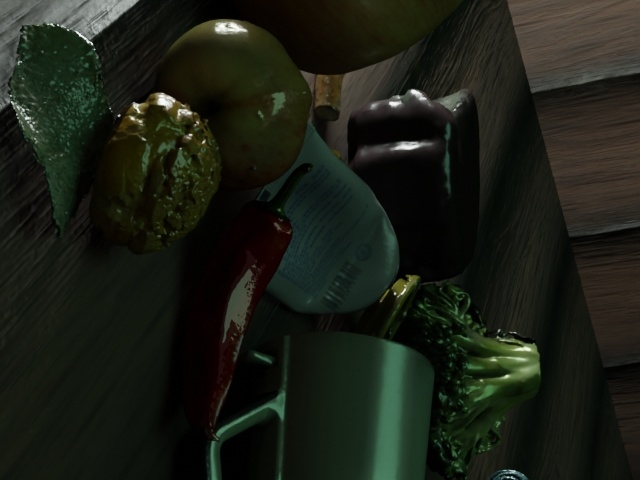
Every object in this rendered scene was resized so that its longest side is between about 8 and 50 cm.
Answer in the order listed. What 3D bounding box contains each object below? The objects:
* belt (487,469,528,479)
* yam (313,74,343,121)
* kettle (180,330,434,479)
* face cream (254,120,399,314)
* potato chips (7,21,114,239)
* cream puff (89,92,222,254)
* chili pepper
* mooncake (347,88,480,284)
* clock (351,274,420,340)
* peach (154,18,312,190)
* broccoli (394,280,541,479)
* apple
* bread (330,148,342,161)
[{"bbox_3d":[0.296,0.509,1.973,0.072,0.087,0.302,73,20,-51],"label":"belt"},{"bbox_3d":[0.019,-0.312,2.151,0.057,0.056,0.241,50,37,-51],"label":"yam"},{"bbox_3d":[-0.021,0.318,1.601,0.361,0.250,0.377,28,56,-38],"label":"kettle"},{"bbox_3d":[0.000,0.000,1.832,0.235,0.137,0.420,-57,153,-2],"label":"face cream"},{"bbox_3d":[-0.279,-0.123,1.339,0.167,0.059,0.228,-29,108,-62],"label":"potato chips"},{"bbox_3d":[-0.180,-0.072,1.416,0.189,0.129,0.189,-160,-90,-90],"label":"cream puff"},{"bbox_3d":[-0.100,0.077,1.573,0.092,0.137,0.369,30,69,-36],"label":"chili pepper"},{"bbox_3d":[0.170,-0.100,2.220,0.381,0.212,0.351,14,70,-72],"label":"mooncake"},{"bbox_3d":[0.085,0.149,2.014,0.237,0.057,0.237,-59,171,-16],"label":"clock"},{"bbox_3d":[-0.103,-0.175,1.601,0.232,0.232,0.233,-10,90,-68],"label":"peach"},{"bbox_3d":[0.239,0.253,2.256,0.334,0.272,0.324,-82,-168,-51],"label":"broccoli"},{"bbox_3d":[0.032,-0.435,1.826,0.346,0.391,0.391,50,33,-20],"label":"apple"},{"bbox_3d":[0.012,-0.129,2.086,0.088,0.033,0.049,-6,93,-68],"label":"bread"}]
